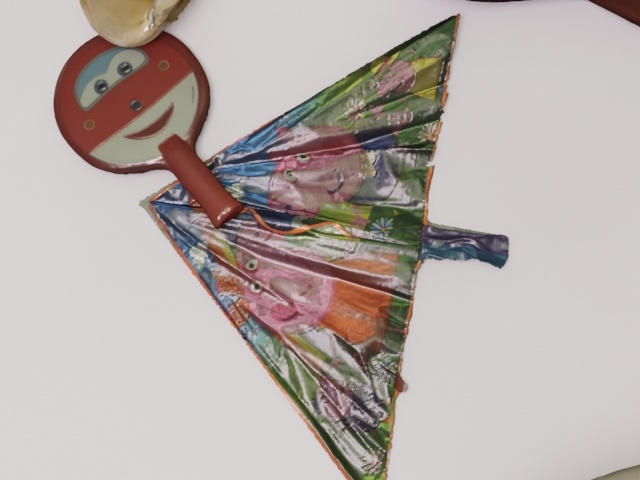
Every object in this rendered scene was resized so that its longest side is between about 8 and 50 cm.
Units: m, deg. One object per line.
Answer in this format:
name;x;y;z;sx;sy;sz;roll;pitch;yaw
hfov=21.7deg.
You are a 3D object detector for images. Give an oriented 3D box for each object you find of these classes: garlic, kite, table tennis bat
garlic;-0.111;-0.178;1.046;0.094;0.074;0.113;31;85;11
kite;0.000;0.000;1.037;0.234;0.016;0.321;9;78;1
table tennis bat;-0.103;-0.069;1.047;0.098;0.019;0.155;-38;73;-7

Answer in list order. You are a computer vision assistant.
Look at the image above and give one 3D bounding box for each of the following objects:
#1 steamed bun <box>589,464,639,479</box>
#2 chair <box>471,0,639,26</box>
steamed bun;0.214;0.290;0.857;0.374;0.241;0.374;0;88;7
chair;0.136;-0.302;0.999;0.226;0.226;0.401;-8;79;-2
